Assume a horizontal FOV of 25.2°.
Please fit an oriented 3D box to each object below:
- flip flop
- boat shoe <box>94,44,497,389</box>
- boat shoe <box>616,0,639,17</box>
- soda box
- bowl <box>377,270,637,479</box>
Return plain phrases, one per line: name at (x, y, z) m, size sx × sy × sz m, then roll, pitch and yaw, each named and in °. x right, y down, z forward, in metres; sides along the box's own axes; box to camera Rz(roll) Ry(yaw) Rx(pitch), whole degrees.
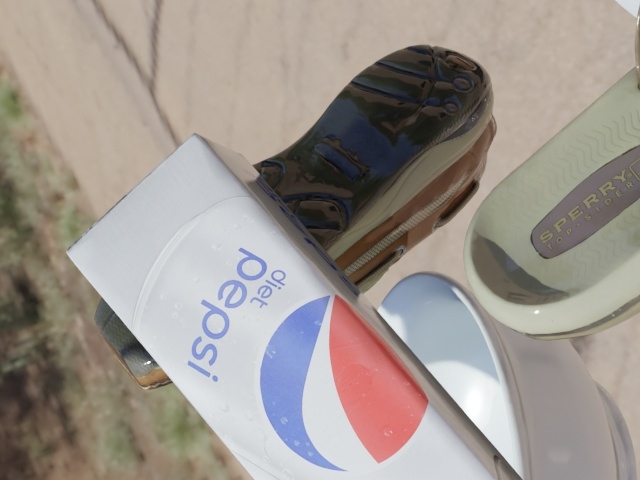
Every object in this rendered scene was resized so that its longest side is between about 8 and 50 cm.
flip flop at (0.155, -0.074, 0.546) m, size 0.080 × 0.277 × 0.112 m, roll 37°, pitch -162°, yaw -38°
boat shoe at (0.000, 0.000, 1.000) m, size 0.122 × 0.324 × 0.120 m, roll 46°, pitch 167°, yaw 39°
boat shoe at (0.262, -0.176, 0.812) m, size 0.094 × 0.302 × 0.109 m, roll -21°, pitch 74°, yaw 48°
soda box at (0.007, 0.083, 0.712) m, size 0.286 × 0.091 × 0.098 m, roll 49°, pitch -174°, yaw 9°
bowl at (0.132, 0.169, 1.023) m, size 0.298 × 0.134 × 0.298 m, roll 179°, pitch 90°, yaw -70°
